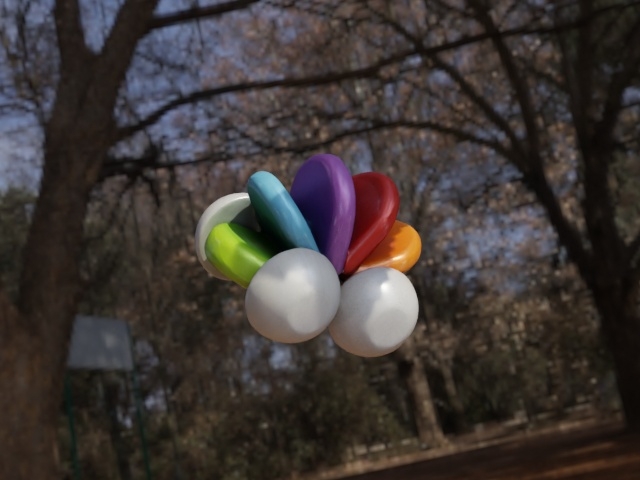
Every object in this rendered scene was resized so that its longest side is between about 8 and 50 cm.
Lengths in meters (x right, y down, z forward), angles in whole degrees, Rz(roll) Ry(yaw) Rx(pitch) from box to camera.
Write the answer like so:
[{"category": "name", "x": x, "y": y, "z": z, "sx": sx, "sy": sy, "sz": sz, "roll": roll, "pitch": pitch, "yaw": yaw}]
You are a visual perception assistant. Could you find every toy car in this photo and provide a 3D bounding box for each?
[{"category": "toy car", "x": 0.000, "y": 0.000, "z": 0.938, "sx": 0.182, "sy": 0.159, "sz": 0.136, "roll": 13, "pitch": -71, "yaw": -33}]
